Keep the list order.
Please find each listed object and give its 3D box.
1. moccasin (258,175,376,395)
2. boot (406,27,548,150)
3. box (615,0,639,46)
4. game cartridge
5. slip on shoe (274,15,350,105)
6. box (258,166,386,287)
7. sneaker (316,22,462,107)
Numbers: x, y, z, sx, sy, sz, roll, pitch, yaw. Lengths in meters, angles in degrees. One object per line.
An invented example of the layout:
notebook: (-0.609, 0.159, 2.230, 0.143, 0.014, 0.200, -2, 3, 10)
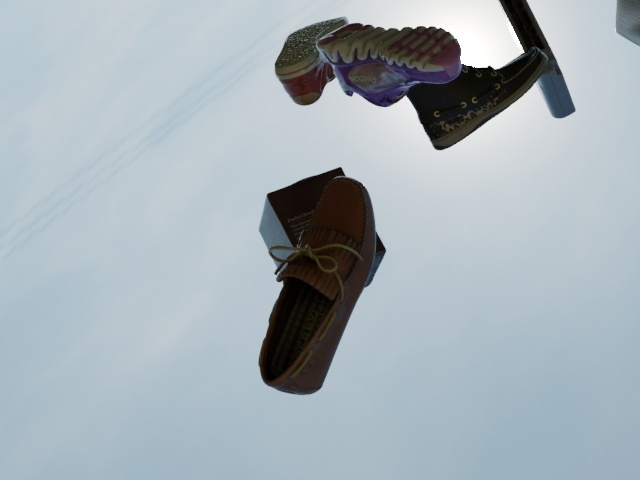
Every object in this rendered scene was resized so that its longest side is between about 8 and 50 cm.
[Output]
moccasin: (-0.013, 0.070, 1.847, 0.139, 0.147, 0.380, 22, -93, 30)
boot: (0.234, -0.281, 1.777, 0.236, 0.179, 0.085, -38, -163, 5)
box: (0.566, -0.355, 1.633, 0.181, 0.119, 0.182, -14, -148, -12)
game cartridge: (0.430, -0.396, 2.221, 0.062, 0.198, 0.297, -23, -123, 8)
slip on shoe: (-0.009, -0.363, 2.175, 0.123, 0.101, 0.331, -12, -153, 20)
box: (0.000, 0.000, 2.144, 0.168, 0.167, 0.203, -20, -111, -18)
sneaker: (0.100, -0.229, 1.476, 0.095, 0.105, 0.236, -34, -148, -32)
